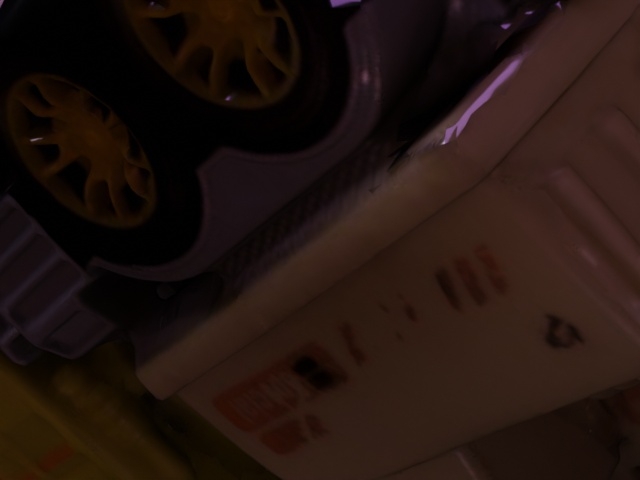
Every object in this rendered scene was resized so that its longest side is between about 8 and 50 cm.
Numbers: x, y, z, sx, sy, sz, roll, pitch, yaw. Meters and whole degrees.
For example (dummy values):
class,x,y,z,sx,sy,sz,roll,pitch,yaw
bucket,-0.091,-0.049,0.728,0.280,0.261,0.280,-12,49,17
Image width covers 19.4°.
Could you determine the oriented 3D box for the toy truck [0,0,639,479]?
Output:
class,x,y,z,sx,sy,sz,roll,pitch,yaw
toy truck,0.000,0.000,0.591,0.180,0.254,0.405,-47,7,-37
